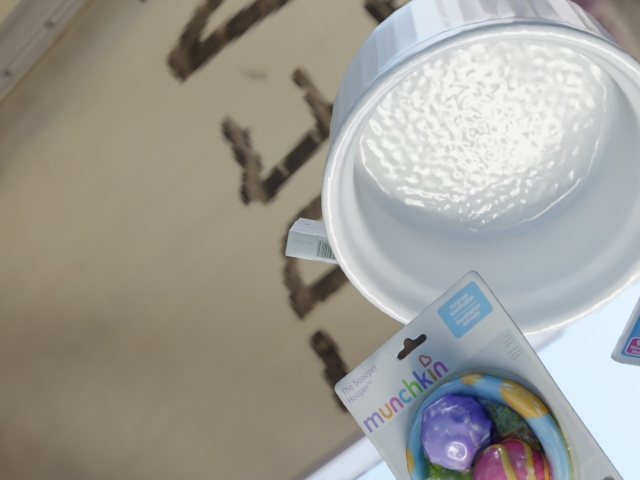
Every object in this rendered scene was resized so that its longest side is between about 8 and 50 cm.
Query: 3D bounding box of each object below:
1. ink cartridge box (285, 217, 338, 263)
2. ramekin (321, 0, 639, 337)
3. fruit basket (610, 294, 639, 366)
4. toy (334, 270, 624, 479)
[{"bbox_3d":[0.000,0.000,1.582,0.063,0.029,0.115,10,-172,3],"label":"ink cartridge box"},{"bbox_3d":[0.136,-0.069,1.173,0.277,0.277,0.135,35,-156,-22],"label":"ramekin"},{"bbox_3d":[0.504,0.032,1.497,0.353,0.327,0.165,-58,-29,-32],"label":"fruit basket"},{"bbox_3d":[0.105,0.154,0.886,0.237,0.137,0.056,54,-149,11],"label":"toy"}]
